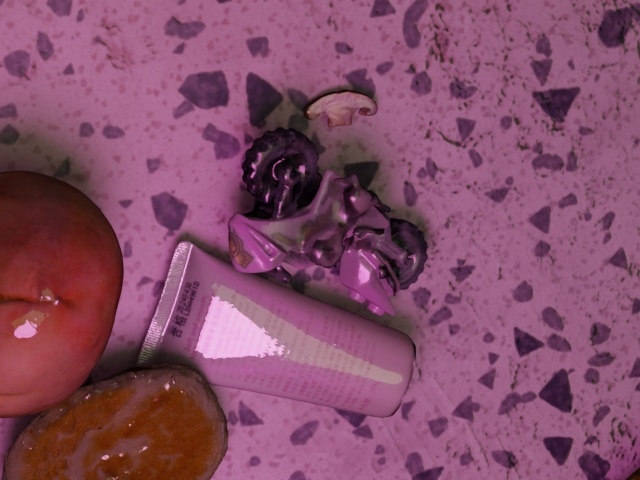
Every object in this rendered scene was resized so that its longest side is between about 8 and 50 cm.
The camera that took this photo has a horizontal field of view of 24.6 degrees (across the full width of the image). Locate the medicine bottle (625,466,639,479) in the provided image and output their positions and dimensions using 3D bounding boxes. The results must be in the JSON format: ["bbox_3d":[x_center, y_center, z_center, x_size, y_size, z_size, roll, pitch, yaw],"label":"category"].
[{"bbox_3d":[0.516,0.441,2.140,0.384,0.224,0.224,-40,112,-9],"label":"medicine bottle"}]

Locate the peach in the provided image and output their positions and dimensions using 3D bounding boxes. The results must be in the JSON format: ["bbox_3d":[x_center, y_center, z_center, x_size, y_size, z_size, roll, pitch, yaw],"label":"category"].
[{"bbox_3d":[-0.350,0.064,1.690,0.247,0.292,0.292,31,89,-39],"label":"peach"}]

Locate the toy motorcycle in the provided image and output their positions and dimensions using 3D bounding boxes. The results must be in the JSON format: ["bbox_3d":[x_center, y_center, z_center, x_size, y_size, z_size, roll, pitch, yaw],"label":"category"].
[{"bbox_3d":[0.000,0.000,1.895,0.327,0.143,0.188,37,83,-36],"label":"toy motorcycle"}]

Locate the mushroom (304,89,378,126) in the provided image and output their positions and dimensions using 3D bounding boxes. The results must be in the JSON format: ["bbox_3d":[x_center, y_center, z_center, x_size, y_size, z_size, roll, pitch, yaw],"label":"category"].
[{"bbox_3d":[0.026,-0.175,1.932,0.101,0.019,0.049,-4,101,-18],"label":"mushroom"}]

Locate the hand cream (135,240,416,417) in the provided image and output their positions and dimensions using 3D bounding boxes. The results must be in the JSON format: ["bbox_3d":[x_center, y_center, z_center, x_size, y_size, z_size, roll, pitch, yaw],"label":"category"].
[{"bbox_3d":[-0.049,0.136,1.928,0.359,0.118,0.185,18,99,-16],"label":"hand cream"}]

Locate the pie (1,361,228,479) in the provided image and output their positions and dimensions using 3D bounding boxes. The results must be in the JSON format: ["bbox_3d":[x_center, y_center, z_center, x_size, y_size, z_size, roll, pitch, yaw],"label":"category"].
[{"bbox_3d":[-0.262,0.280,1.851,0.323,0.070,0.323,-17,128,-23],"label":"pie"}]
